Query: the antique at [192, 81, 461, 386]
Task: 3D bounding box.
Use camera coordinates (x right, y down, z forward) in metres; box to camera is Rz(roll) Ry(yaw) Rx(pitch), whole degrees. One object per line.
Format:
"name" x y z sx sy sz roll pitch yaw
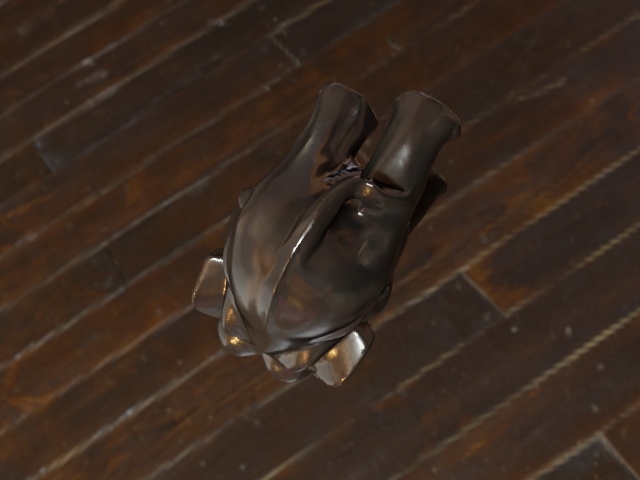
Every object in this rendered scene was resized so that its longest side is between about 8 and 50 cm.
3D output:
"antique" 0.000 0.000 1.242 0.185 0.322 0.255 27 73 5
